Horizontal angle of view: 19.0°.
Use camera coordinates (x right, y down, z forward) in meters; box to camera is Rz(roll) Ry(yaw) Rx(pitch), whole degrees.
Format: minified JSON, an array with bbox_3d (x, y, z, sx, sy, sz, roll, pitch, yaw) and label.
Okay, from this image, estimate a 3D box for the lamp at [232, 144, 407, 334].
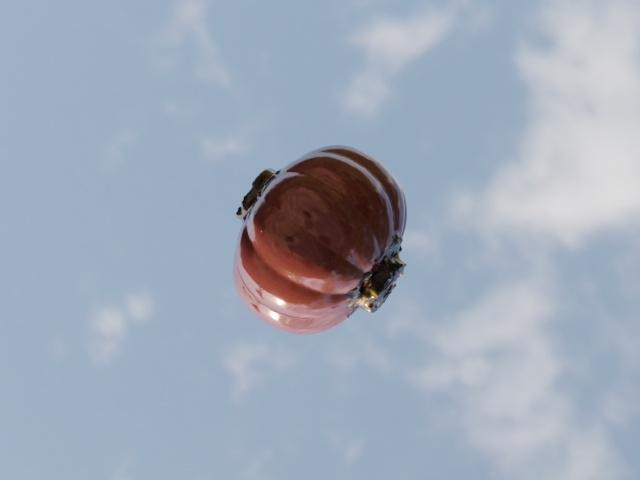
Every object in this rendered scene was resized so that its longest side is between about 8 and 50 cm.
[{"bbox_3d":[0.000,0.000,1.023,0.092,0.107,0.107,37,-99,12],"label":"lamp"}]
